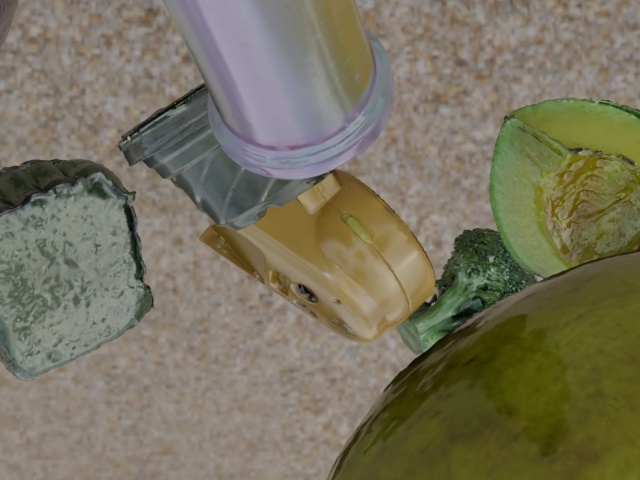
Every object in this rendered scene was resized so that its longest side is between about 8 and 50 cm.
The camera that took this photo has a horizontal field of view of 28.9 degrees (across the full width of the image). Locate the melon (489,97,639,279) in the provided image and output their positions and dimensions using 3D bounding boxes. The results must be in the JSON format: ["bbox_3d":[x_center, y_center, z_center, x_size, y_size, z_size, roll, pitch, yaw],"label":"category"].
[{"bbox_3d":[0.288,-0.024,1.221,0.265,0.129,0.169,38,143,13],"label":"melon"}]

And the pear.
[{"bbox_3d":[0.142,0.152,0.561,0.375,0.287,0.287,-16,154,-15],"label":"pear"}]

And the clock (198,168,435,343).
[{"bbox_3d":[0.000,0.000,1.675,0.200,0.317,0.244,-46,170,-12],"label":"clock"}]

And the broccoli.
[{"bbox_3d":[0.237,0.109,1.894,0.241,0.261,0.269,-21,-161,-20],"label":"broccoli"}]

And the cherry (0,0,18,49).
[{"bbox_3d":[-0.410,-0.252,1.265,0.213,0.183,0.266,-41,152,-15],"label":"cherry"}]

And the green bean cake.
[{"bbox_3d":[-0.319,0.023,1.476,0.222,0.125,0.227,-26,122,-24],"label":"green bean cake"}]

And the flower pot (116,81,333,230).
[{"bbox_3d":[-0.065,-0.100,1.184,0.235,0.235,0.140,-29,99,38],"label":"flower pot"}]

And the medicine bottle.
[{"bbox_3d":[-0.057,-0.186,0.529,0.108,0.108,0.426,-9,148,10],"label":"medicine bottle"}]
